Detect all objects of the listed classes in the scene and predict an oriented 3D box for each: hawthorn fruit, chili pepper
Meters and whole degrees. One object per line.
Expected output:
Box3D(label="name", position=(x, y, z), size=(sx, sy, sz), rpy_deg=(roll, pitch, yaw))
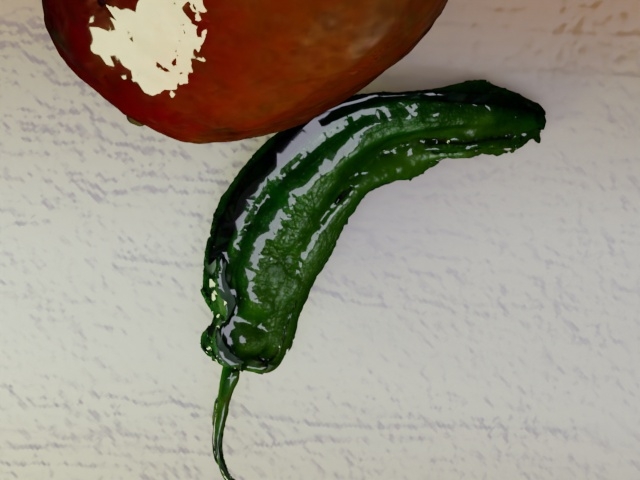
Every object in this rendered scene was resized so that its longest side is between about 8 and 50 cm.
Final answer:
Box3D(label="hawthorn fruit", position=(-0.040, -0.148, 0.977), size=(0.224, 0.224, 0.261), rpy_deg=(32, 116, -9))
Box3D(label="chili pepper", position=(0.000, 0.000, 1.080), size=(0.122, 0.065, 0.279), rpy_deg=(41, 95, -6))
